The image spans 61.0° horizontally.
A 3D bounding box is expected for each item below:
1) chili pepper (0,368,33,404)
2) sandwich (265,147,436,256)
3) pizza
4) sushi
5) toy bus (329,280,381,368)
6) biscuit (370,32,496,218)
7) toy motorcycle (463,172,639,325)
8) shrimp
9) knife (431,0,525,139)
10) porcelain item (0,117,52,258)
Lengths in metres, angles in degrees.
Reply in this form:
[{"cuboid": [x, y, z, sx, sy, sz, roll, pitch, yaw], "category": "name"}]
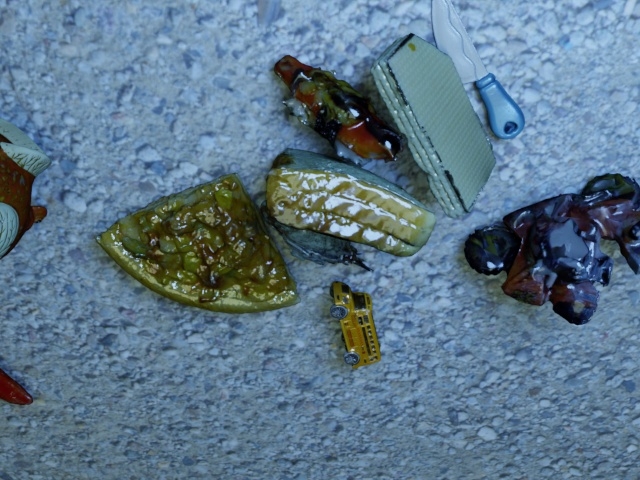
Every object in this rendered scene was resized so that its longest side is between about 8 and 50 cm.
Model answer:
[{"cuboid": [-0.652, 0.233, 1.029, 0.071, 0.063, 0.272, -15, 121, 22], "category": "chili pepper"}, {"cuboid": [0.033, -0.062, 0.760, 0.226, 0.251, 0.087, 20, 103, -9], "category": "sandwich"}, {"cuboid": [-0.198, 0.046, 0.917, 0.257, 0.087, 0.268, -21, 119, 14], "category": "pizza"}, {"cuboid": [0.024, -0.181, 0.782, 0.226, 0.097, 0.103, 43, 126, 6], "category": "sushi"}, {"cuboid": [0.063, 0.148, 0.975, 0.074, 0.070, 0.162, -12, 119, 5], "category": "toy bus"}, {"cuboid": [0.163, -0.168, 0.763, 0.052, 0.150, 0.252, -8, 126, 43], "category": "biscuit"}, {"cuboid": [0.434, -0.005, 0.821, 0.400, 0.207, 0.134, -25, 144, 9], "category": "toy motorcycle"}, {"cuboid": [0.000, 0.000, 0.895, 0.232, 0.079, 0.090, 32, 76, -22], "category": "shrimp"}, {"cuboid": [0.219, -0.247, 0.788, 0.058, 0.032, 0.244, -32, 109, 25], "category": "knife"}, {"cuboid": [-0.514, -0.063, 0.808, 0.252, 0.253, 0.253, 0, 118, 0], "category": "porcelain item"}]
